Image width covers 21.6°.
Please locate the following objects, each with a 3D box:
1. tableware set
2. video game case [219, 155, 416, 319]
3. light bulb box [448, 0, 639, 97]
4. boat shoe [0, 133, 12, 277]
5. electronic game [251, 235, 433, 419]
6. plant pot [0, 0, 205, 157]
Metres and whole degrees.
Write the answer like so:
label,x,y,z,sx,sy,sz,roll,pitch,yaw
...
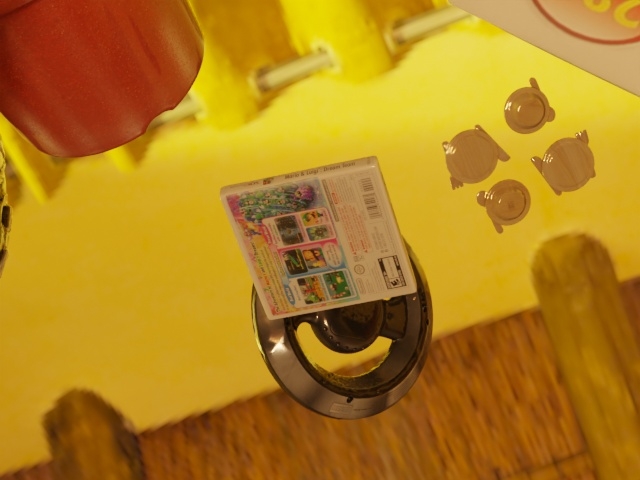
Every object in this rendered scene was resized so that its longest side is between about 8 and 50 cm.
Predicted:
label,x,y,z,sx,sy,sz,roll,pitch,yaw
tableware set,0.229,-0.094,1.937,0.169,0.141,0.020,-34,-163,-1
video game case,0.000,0.000,1.506,0.143,0.157,0.019,-11,-140,10
light bulb box,0.282,-0.193,0.794,0.358,0.225,0.361,25,-148,-2
boat shoe,-0.331,-0.021,1.545,0.108,0.102,0.301,-16,-157,-7
electronic game,0.026,0.074,1.771,0.048,0.229,0.229,-15,-149,54
plant pot,-0.247,-0.232,1.514,0.272,0.265,0.272,-16,-134,17
